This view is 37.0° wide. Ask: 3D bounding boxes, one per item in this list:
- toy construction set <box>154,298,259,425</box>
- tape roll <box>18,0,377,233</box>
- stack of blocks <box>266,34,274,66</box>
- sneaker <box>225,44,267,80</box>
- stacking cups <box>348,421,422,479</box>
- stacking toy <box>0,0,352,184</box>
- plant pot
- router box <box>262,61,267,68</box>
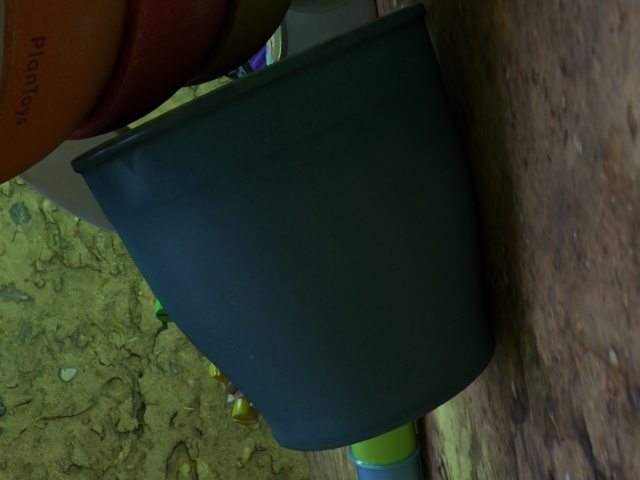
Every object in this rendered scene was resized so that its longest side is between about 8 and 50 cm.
[{"bbox_3d":[-0.033,0.188,1.230,0.309,0.257,0.237,53,-152,-46],"label":"toy construction set"},{"bbox_3d":[-0.139,-0.191,0.921,0.072,0.392,0.392,-139,39,-78],"label":"tape roll"},{"bbox_3d":[0.006,-0.112,1.116,0.171,0.087,0.297,91,167,-61],"label":"stack of blocks"},{"bbox_3d":[-0.094,-0.262,1.484,0.102,0.146,0.293,-167,67,-83],"label":"sneaker"},{"bbox_3d":[0.075,0.267,1.098,0.096,0.096,0.316,-119,19,-70],"label":"stacking cups"},{"bbox_3d":[-0.136,-0.209,0.705,0.351,0.480,0.350,14,110,45],"label":"stacking toy"},{"bbox_3d":[0.000,0.000,0.702,0.255,0.272,0.271,65,176,-9],"label":"plant pot"},{"bbox_3d":[-0.036,-0.184,1.346,0.133,0.046,0.179,-67,-25,-55],"label":"router box"}]
